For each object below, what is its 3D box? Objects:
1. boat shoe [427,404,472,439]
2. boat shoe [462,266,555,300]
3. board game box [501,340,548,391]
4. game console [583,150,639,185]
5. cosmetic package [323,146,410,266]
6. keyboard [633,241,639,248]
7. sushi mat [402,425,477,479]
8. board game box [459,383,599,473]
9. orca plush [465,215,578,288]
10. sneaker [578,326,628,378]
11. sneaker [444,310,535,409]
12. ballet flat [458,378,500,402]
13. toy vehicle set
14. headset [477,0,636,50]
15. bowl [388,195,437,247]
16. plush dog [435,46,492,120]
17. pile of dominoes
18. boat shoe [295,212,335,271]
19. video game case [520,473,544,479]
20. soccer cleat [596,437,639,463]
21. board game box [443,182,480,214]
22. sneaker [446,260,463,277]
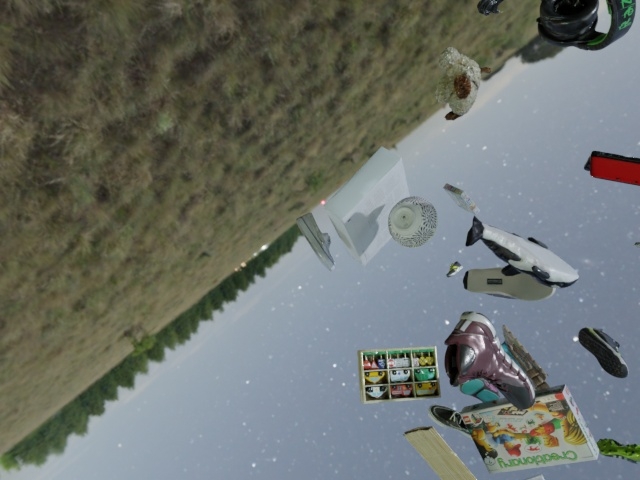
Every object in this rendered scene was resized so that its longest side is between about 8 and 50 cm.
[{"bbox_3d":[0.509,0.664,1.910,0.077,0.219,0.070,-55,156,-35],"label":"boat shoe"},{"bbox_3d":[0.716,0.154,1.902,0.158,0.127,0.341,4,180,-44],"label":"boat shoe"},{"bbox_3d":[0.701,0.460,1.836,0.126,0.186,0.026,-34,152,-33],"label":"board game box"},{"bbox_3d":[0.660,-0.139,1.129,0.124,0.144,0.085,53,54,-68],"label":"game console"},{"bbox_3d":[0.181,-0.104,1.788,0.284,0.097,0.377,-48,151,-10],"label":"cosmetic package"},{"bbox_3d":[0.941,0.031,1.408,0.256,0.014,0.072,13,174,-41],"label":"keyboard"},{"bbox_3d":[0.380,0.670,1.486,0.019,0.316,0.151,-37,173,-33],"label":"sushi mat"},{"bbox_3d":[0.565,0.525,1.416,0.305,0.193,0.053,-29,177,35],"label":"board game box"},{"bbox_3d":[0.464,0.056,1.233,0.151,0.287,0.102,-94,-153,-51],"label":"orca plush"},{"bbox_3d":[0.967,0.360,1.720,0.097,0.084,0.234,-6,-150,-7],"label":"sneaker"},{"bbox_3d":[0.380,0.321,1.219,0.162,0.281,0.106,-37,-177,-28],"label":"sneaker"},{"bbox_3d":[0.474,0.438,1.574,0.077,0.221,0.079,-42,-141,19],"label":"ballet flat"},{"bbox_3d":[0.255,0.434,1.668,0.267,0.166,0.035,0,165,-14],"label":"toy vehicle set"},{"bbox_3d":[0.524,-0.553,1.171,0.185,0.243,0.394,-32,-146,4],"label":"headset"},{"bbox_3d":[0.278,-0.064,1.635,0.170,0.170,0.080,-37,156,23],"label":"bowl"},{"bbox_3d":[0.556,-0.593,2.012,0.262,0.211,0.225,75,25,-62],"label":"plush dog"},{"bbox_3d":[0.644,0.394,1.642,0.040,0.196,0.251,-31,-141,2],"label":"pile of dominoes"},{"bbox_3d":[0.000,0.000,2.057,0.084,0.258,0.095,-31,171,-10],"label":"boat shoe"},{"bbox_3d":[0.721,0.969,1.820,0.227,0.206,0.026,-16,159,-5],"label":"video game case"},{"bbox_3d":[0.932,0.656,1.587,0.060,0.072,0.179,-53,-174,-21],"label":"soccer cleat"},{"bbox_3d":[0.582,-0.170,2.117,0.026,0.154,0.103,-52,-140,0],"label":"board game box"},{"bbox_3d":[0.467,0.102,1.816,0.083,0.035,0.031,-29,172,-35],"label":"sneaker"}]
